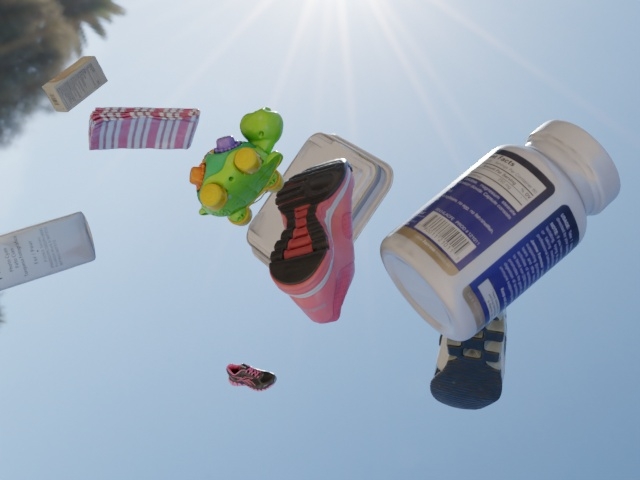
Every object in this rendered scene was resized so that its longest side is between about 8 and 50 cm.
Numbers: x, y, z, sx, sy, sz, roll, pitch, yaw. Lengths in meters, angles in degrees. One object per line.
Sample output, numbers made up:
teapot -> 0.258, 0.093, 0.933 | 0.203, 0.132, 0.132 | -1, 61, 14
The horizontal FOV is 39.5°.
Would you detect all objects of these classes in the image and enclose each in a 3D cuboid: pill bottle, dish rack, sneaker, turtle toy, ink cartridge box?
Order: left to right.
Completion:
ink cartridge box -> -0.596, 0.051, 1.445 | 0.308, 0.385, 0.091 | -5, -79, 58
turtle toy -> -0.081, -0.077, 0.907 | 0.066, 0.095, 0.130 | 43, -89, 21
sneaker -> -0.152, 0.288, 1.918 | 0.119, 0.057, 0.047 | 1, -139, 24
dish rack -> -0.021, -0.074, 1.932 | 0.332, 0.072, 0.285 | -56, -137, 1
sneaker -> -0.001, 0.000, 1.366 | 0.116, 0.136, 0.313 | -13, -142, 22
sneaker -> 0.261, 0.162, 1.507 | 0.330, 0.123, 0.146 | 93, 11, -49
pill bottle -> 0.213, -0.018, 1.047 | 0.265, 0.153, 0.153 | -38, -148, -12

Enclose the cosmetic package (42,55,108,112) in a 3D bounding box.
cosmetic package -> -0.473, -0.303, 1.724 | 0.041, 0.060, 0.115 | 10, -136, 39

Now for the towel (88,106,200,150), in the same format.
towel -> -0.325, -0.200, 1.643 | 0.144, 0.197, 0.029 | 128, -42, -65
